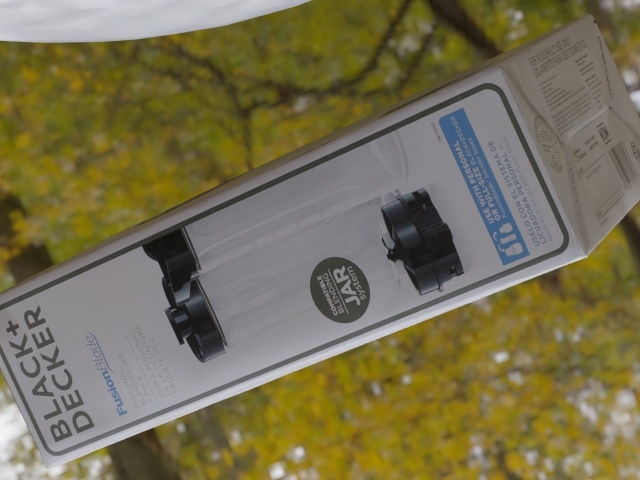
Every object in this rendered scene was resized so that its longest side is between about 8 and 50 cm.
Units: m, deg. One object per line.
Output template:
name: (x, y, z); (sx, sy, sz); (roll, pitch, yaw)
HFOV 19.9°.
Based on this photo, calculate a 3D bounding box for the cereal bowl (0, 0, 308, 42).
cereal bowl: (-0.052, -0.217, 0.358); (0.339, 0.339, 0.141); (-24, 174, -11)

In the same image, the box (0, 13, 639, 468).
box: (0.000, 0.000, 0.864); (0.290, 0.087, 0.169); (-24, -176, 27)
